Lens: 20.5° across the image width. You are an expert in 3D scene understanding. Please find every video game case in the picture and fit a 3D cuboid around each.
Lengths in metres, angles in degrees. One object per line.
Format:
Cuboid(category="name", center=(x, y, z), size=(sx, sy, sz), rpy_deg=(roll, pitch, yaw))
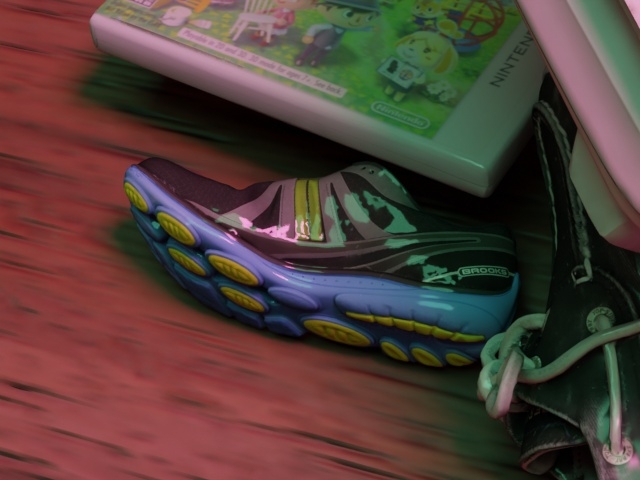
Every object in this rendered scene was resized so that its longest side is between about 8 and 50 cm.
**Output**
Cuboid(category="video game case", center=(0.030, -0.123, 0.845), size=(0.212, 0.023, 0.193), rpy_deg=(22, 53, 22))

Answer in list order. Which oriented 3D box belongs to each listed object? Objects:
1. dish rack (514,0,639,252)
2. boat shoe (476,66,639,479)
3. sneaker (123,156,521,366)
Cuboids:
Cuboid(category="dish rack", center=(0.167, -0.076, 0.683), size=(0.072, 0.333, 0.285), rpy_deg=(-43, 53, 30))
Cuboid(category="boat shoe", center=(0.116, 0.061, 0.707), size=(0.105, 0.113, 0.306), rpy_deg=(-12, 73, -1))
Cuboid(category="sneaker", center=(0.000, 0.000, 0.796), size=(0.188, 0.067, 0.078), rpy_deg=(15, 58, 14))
